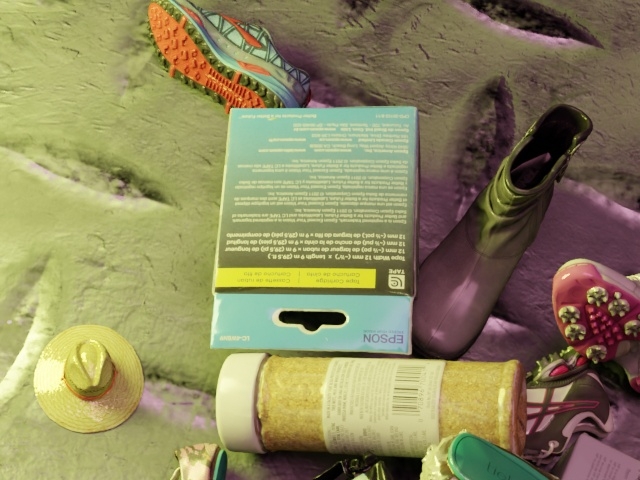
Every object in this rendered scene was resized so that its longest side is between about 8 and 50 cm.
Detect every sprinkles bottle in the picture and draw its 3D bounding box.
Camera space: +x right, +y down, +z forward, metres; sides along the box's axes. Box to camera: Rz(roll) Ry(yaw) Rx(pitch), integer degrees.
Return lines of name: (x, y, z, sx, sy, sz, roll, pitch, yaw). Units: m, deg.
sprinkles bottle: (0.060, 0.196, 1.737, 0.355, 0.121, 0.121, 1, 60, 15)

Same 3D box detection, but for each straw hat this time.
straw hat: (-0.282, 0.156, 1.796, 0.145, 0.061, 0.144, 5, 61, -9)

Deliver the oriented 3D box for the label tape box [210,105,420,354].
label tape box: (0.000, 0.000, 1.878, 0.249, 0.115, 0.347, 0, 63, 5)

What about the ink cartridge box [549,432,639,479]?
ink cartridge box: (0.392, 0.406, 1.748, 0.307, 0.129, 0.223, 26, 61, 5)

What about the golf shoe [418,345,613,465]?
golf shoe: (0.245, 0.229, 1.834, 0.273, 0.105, 0.120, -22, 73, -20)

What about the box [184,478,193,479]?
box: (-0.107, 0.385, 1.660, 0.021, 0.164, 0.201, -17, 61, 23)

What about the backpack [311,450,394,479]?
backpack: (0.020, 0.349, 1.701, 0.182, 0.152, 0.115, -30, 45, -9)

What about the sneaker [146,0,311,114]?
sneaker: (-0.125, -0.255, 2.042, 0.262, 0.104, 0.125, 41, 45, 7)

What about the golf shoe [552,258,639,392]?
golf shoe: (0.387, 0.093, 1.877, 0.306, 0.115, 0.140, 39, 37, -37)

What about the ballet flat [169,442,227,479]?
ballet flat: (-0.152, 0.341, 1.723, 0.079, 0.077, 0.221, -5, 57, 8)

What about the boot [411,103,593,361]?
boot: (0.220, -0.018, 1.890, 0.118, 0.222, 0.338, 28, 61, 4)

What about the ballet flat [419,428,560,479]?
ballet flat: (0.285, 0.351, 1.618, 0.409, 0.147, 0.147, 31, 61, 8)
